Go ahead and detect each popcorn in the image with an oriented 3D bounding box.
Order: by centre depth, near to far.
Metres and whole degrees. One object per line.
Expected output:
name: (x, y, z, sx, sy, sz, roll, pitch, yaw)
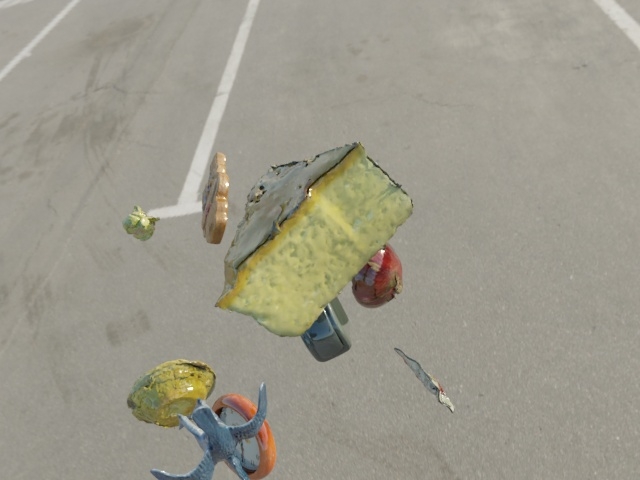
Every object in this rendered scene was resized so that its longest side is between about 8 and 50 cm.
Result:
popcorn: (-0.544, -0.049, 1.646, 0.109, 0.097, 0.089, -13, 37, 35)

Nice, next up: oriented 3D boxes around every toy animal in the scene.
toy animal: (-0.180, 0.368, 1.006, 0.176, 0.255, 0.239, 41, 69, 15)

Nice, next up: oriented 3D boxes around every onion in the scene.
onion: (0.194, 0.112, 1.831, 0.161, 0.248, 0.248, -2, 44, 13)

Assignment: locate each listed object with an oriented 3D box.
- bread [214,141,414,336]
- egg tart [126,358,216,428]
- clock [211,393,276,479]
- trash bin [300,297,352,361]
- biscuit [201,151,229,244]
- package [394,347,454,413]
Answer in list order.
bread: (0.000, 0.000, 1.014, 0.279, 0.248, 0.315, -19, 46, 37)
egg tart: (-0.461, 0.500, 1.727, 0.295, 0.294, 0.116, -25, 44, -8)
clock: (-0.178, 0.448, 1.248, 0.205, 0.205, 0.051, 23, 26, 36)
trash bin: (0.006, 0.197, 1.382, 0.101, 0.176, 0.236, -29, 3, 7)
biscuit: (-0.312, -0.115, 1.588, 0.047, 0.202, 0.333, 10, 34, -21)
package: (0.314, 0.412, 1.629, 0.040, 0.166, 0.232, -39, 23, -5)
